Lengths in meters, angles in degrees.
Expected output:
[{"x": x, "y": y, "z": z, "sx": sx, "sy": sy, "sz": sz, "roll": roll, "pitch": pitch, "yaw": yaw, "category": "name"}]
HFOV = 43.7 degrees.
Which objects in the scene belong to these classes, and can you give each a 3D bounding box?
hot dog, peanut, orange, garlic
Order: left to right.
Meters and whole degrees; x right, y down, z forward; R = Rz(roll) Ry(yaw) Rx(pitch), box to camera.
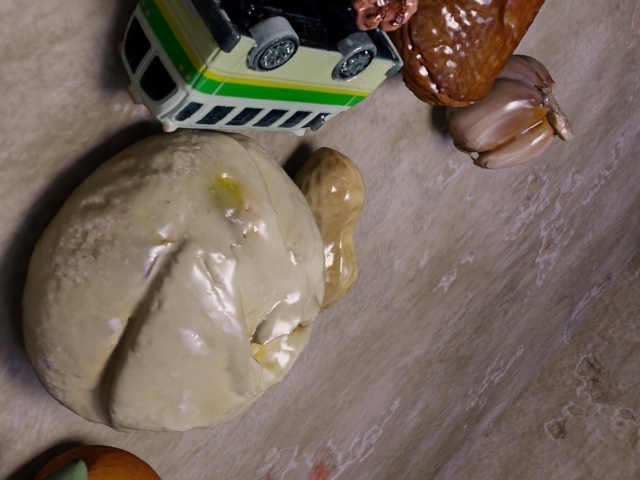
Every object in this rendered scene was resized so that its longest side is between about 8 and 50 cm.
[{"x": -0.267, "y": 0.346, "z": 0.955, "sx": 0.206, "sy": 0.206, "sz": 0.206, "roll": -35, "pitch": 142, "yaw": -34, "category": "orange"}, {"x": 0.000, "y": 0.000, "z": 1.099, "sx": 0.111, "sy": 0.125, "sz": 0.274, "roll": -13, "pitch": 130, "yaw": -26, "category": "peanut"}, {"x": 0.216, "y": -0.359, "z": 1.031, "sx": 0.267, "sy": 0.174, "sz": 0.387, "roll": -26, "pitch": 149, "yaw": -54, "category": "hot dog"}, {"x": 0.287, "y": -0.227, "z": 1.286, "sx": 0.160, "sy": 0.191, "sz": 0.214, "roll": 47, "pitch": 33, "yaw": -45, "category": "garlic"}]

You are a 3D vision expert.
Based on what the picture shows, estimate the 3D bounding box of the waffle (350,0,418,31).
[{"x": 0.055, "y": -0.335, "z": 0.807, "sx": 0.221, "sy": 0.055, "sz": 0.234, "roll": -54, "pitch": 131, "yaw": -45, "category": "waffle"}]

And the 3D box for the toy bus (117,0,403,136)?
[{"x": -0.058, "y": -0.192, "z": 0.814, "sx": 0.164, "sy": 0.134, "sz": 0.276, "roll": -42, "pitch": 159, "yaw": 32, "category": "toy bus"}]

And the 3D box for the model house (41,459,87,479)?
[{"x": -0.378, "y": 0.296, "z": 0.725, "sx": 0.280, "sy": 0.245, "sz": 0.312, "roll": -65, "pitch": 151, "yaw": -5, "category": "model house"}]

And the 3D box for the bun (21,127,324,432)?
[{"x": -0.131, "y": 0.062, "z": 0.875, "sx": 0.365, "sy": 0.219, "sz": 0.365, "roll": -34, "pitch": 138, "yaw": -37, "category": "bun"}]
